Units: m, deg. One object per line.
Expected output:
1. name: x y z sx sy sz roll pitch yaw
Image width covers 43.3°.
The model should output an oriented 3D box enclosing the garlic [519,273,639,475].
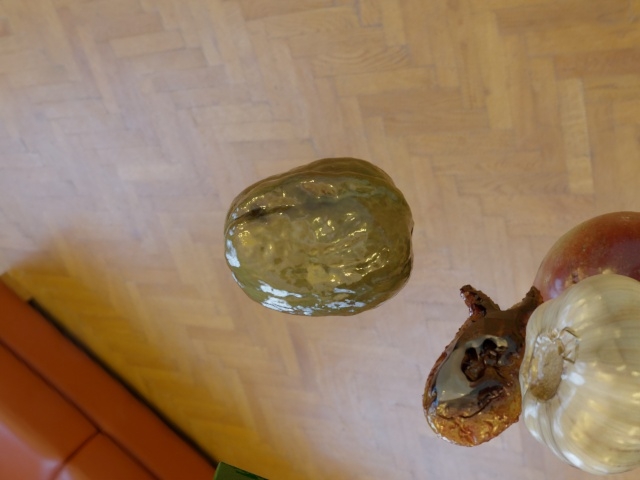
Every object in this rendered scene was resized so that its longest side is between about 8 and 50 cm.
1. garlic: 0.324 0.135 0.801 0.226 0.199 0.199 9 129 -6

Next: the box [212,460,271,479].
1. box: -0.087 0.366 0.905 0.132 0.235 0.034 22 123 -5

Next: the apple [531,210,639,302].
1. apple: 0.565 0.124 1.500 0.348 0.277 0.348 8 134 8

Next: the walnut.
1. walnut: 0.000 0.000 1.169 0.283 0.227 0.283 -6 143 -4

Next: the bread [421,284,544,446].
1. bread: 0.227 0.165 1.092 0.139 0.269 0.095 6 131 26
